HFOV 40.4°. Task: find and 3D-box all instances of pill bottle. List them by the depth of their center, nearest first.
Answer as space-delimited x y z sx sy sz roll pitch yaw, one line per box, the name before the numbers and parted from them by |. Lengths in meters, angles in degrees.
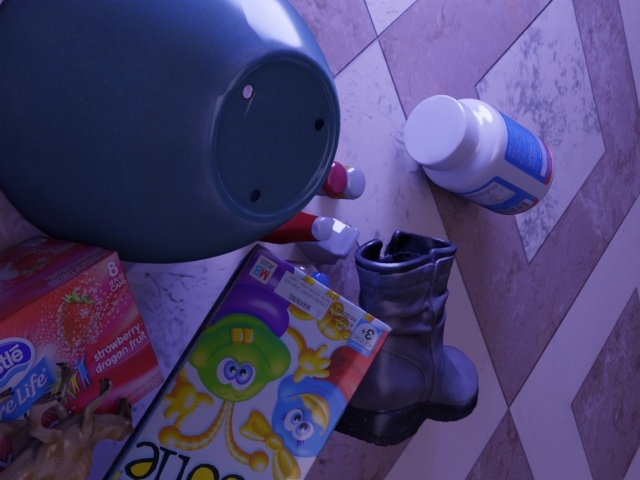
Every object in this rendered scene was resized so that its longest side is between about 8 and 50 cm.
pill bottle | 0.209 -0.116 1.156 0.221 0.124 0.124 19 81 -49

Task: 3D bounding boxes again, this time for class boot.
boot | 0.129 0.101 1.042 0.338 0.118 0.222 -6 107 -66

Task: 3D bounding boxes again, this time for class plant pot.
plant pot | -0.099 -0.102 0.713 0.290 0.195 0.290 -20 120 -40

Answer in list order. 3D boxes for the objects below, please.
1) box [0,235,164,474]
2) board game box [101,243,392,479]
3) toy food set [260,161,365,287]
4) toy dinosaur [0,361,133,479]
box | -0.261 0.112 0.649 0.257 0.123 0.128 -36 121 -40
board game box | -0.078 0.162 0.778 0.142 0.144 0.275 33 79 -5
toy food set | 0.000 0.000 0.946 0.111 0.104 0.232 52 57 -39
toy dinosaur | -0.192 0.146 0.598 0.183 0.053 0.092 -30 120 -43
